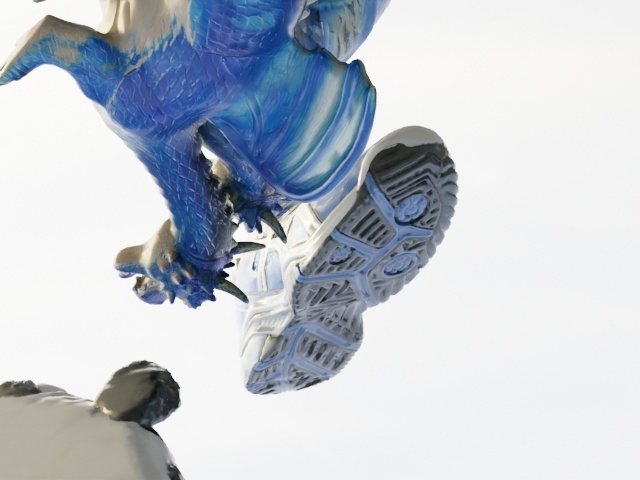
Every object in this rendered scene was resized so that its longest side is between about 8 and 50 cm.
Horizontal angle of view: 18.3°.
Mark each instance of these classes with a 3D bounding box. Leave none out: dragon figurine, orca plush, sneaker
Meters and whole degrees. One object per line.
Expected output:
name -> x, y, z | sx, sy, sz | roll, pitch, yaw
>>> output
dragon figurine -> -0.018, -0.072, 0.710 | 0.144, 0.289, 0.085 | 30, -129, -18
orca plush -> -0.126, 0.129, 0.804 | 0.287, 0.102, 0.151 | -2, -145, 43
sneaker -> 0.000, 0.000, 1.033 | 0.080, 0.211, 0.081 | -2, -121, -32
